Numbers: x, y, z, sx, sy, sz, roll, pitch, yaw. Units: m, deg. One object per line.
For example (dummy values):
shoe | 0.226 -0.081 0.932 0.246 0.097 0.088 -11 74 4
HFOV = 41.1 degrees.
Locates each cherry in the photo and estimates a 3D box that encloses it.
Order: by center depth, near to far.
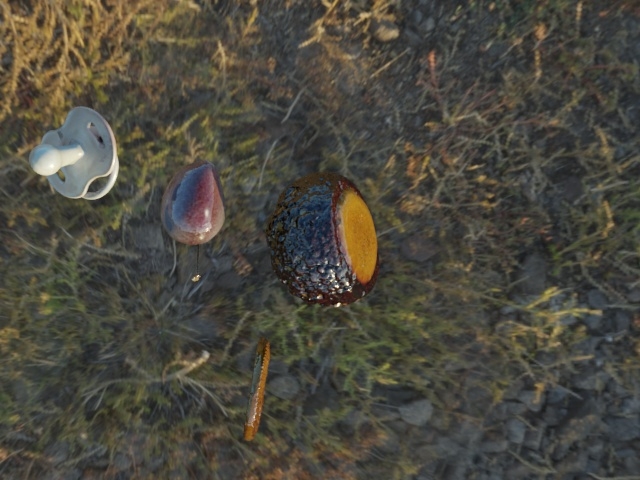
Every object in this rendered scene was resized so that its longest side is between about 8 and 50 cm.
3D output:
cherry | -0.204 -0.049 1.392 0.115 0.188 0.148 34 103 -16

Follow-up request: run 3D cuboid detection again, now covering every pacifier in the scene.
pacifier | -0.233 -0.074 0.788 0.099 0.078 0.082 -33 85 31

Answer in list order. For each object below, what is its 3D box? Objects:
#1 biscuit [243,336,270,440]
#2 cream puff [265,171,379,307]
biscuit | -0.113 0.267 1.536 0.027 0.188 0.188 10 82 -1
cream puff | 0.000 0.000 1.469 0.164 0.239 0.239 -11 85 23
